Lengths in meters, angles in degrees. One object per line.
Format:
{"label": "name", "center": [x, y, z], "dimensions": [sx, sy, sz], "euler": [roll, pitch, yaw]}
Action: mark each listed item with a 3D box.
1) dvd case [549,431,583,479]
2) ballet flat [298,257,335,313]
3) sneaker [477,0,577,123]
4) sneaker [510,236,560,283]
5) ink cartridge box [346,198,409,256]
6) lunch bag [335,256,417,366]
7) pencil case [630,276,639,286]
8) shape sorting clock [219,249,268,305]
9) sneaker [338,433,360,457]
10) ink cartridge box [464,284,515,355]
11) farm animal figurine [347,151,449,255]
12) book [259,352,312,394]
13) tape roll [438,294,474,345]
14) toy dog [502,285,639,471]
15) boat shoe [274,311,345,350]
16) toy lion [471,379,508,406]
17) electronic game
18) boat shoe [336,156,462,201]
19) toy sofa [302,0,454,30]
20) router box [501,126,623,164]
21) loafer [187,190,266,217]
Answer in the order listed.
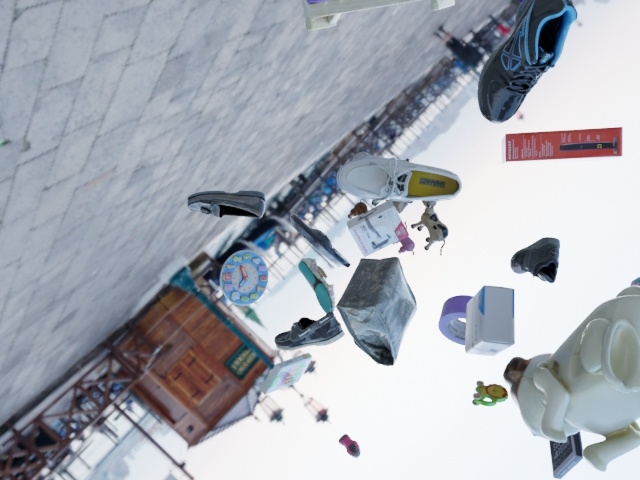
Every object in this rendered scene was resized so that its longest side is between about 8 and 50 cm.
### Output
{"label": "dvd case", "center": [0.715, 0.555, 1.760], "dimensions": [0.179, 0.030, 0.238], "euler": [94, 5, -49]}
{"label": "ballet flat", "center": [0.005, 0.159, 2.212], "dimensions": [0.077, 0.240, 0.091], "euler": [-18, 158, -37]}
{"label": "sneaker", "center": [0.474, -0.417, 1.396], "dimensions": [0.139, 0.125, 0.340], "euler": [-99, -160, -51]}
{"label": "sneaker", "center": [0.681, 0.087, 1.908], "dimensions": [0.227, 0.087, 0.130], "euler": [132, -30, -62]}
{"label": "ink cartridge box", "center": [0.151, -0.031, 1.574], "dimensions": [0.135, 0.099, 0.056], "euler": [-28, -159, 10]}
{"label": "lunch bag", "center": [0.195, 0.230, 1.905], "dimensions": [0.169, 0.286, 0.235], "euler": [-4, -142, 33]}
{"label": "pencil case", "center": [0.874, 0.240, 1.669], "dimensions": [0.284, 0.124, 0.124], "euler": [-58, -179, -3]}
{"label": "shape sorting clock", "center": [-0.278, 0.139, 2.203], "dimensions": [0.206, 0.206, 0.040], "euler": [-47, -154, -23]}
{"label": "sneaker", "center": [0.104, 0.668, 1.914], "dimensions": [0.047, 0.057, 0.119], "euler": [-38, -161, -10]}
{"label": "ink cartridge box", "center": [0.420, 0.204, 1.490], "dimensions": [0.190, 0.082, 0.139], "euler": [83, 13, -71]}
{"label": "farm animal figurine", "center": [0.266, -0.131, 1.937], "dimensions": [0.172, 0.331, 0.326], "euler": [135, -40, -53]}
{"label": "book", "center": [-0.090, 0.350, 1.589], "dimensions": [0.144, 0.035, 0.096], "euler": [-6, 133, -56]}
{"label": "tape roll", "center": [0.502, 0.276, 2.037], "dimensions": [0.189, 0.189, 0.080], "euler": [-46, -165, 50]}
{"label": "toy dog", "center": [0.597, 0.309, 1.361], "dimensions": [0.408, 0.285, 0.395], "euler": [128, -21, -48]}
{"label": "boat shoe", "center": [-0.038, 0.234, 1.553], "dimensions": [0.233, 0.079, 0.084], "euler": [-19, -169, 43]}
{"label": "toy lion", "center": [0.497, 0.449, 1.738], "dimensions": [0.100, 0.096, 0.034], "euler": [-45, 141, -57]}
{"label": "electronic game", "center": [0.000, 0.000, 1.741], "dimensions": [0.048, 0.229, 0.229], "euler": [-48, 180, 2]}
{"label": "boat shoe", "center": [0.229, -0.167, 1.720], "dimensions": [0.156, 0.368, 0.135], "euler": [-61, 159, -84]}
{"label": "toy sofa", "center": [0.132, -0.628, 1.447], "dimensions": [0.363, 0.176, 0.150], "euler": [2, -156, 29]}
{"label": "router box", "center": [0.700, -0.276, 1.778], "dimensions": [0.302, 0.082, 0.335], "euler": [-1, -174, 14]}
{"label": "loafer", "center": [-0.310, -0.111, 1.941], "dimensions": [0.096, 0.268, 0.084], "euler": [63, 27, -65]}
